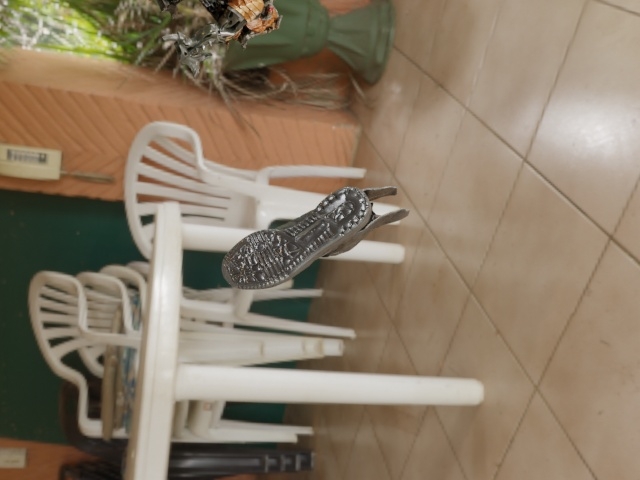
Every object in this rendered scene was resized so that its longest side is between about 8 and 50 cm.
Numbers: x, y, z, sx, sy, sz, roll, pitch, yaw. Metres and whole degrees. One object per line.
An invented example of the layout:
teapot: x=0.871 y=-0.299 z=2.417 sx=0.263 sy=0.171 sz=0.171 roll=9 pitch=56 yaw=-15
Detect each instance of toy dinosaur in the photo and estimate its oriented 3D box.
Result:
toy dinosaur: x=-0.170 y=-0.420 z=1.169 sx=0.322 sy=0.218 sz=0.164 roll=47 pitch=-155 yaw=-65

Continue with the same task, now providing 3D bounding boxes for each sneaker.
sneaker: x=-0.001 y=-0.002 z=0.607 sx=0.051 sy=0.170 sz=0.089 roll=61 pitch=-175 yaw=11
